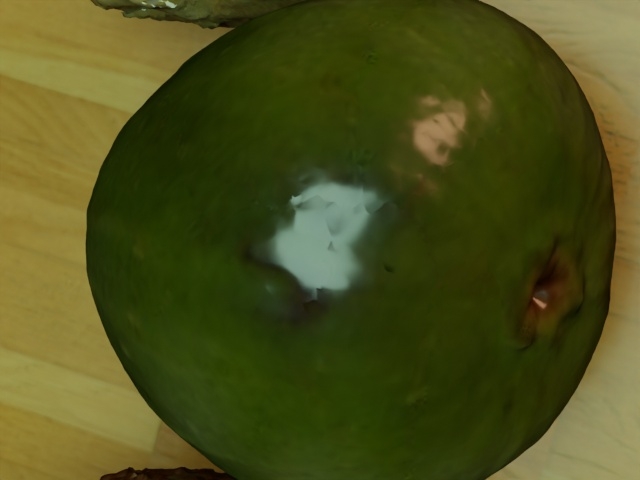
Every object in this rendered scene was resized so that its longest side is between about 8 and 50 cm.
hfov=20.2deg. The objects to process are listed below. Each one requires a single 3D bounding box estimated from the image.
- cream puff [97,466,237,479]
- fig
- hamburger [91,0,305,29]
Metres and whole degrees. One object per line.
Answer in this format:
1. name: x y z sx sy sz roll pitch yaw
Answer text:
1. cream puff: -0.062 0.291 1.071 0.350 0.228 0.350 1 93 13
2. fig: 0.000 0.000 1.022 0.316 0.316 0.316 1 93 15
3. hamburger: -0.048 -0.256 1.067 0.283 0.144 0.259 5 100 30
